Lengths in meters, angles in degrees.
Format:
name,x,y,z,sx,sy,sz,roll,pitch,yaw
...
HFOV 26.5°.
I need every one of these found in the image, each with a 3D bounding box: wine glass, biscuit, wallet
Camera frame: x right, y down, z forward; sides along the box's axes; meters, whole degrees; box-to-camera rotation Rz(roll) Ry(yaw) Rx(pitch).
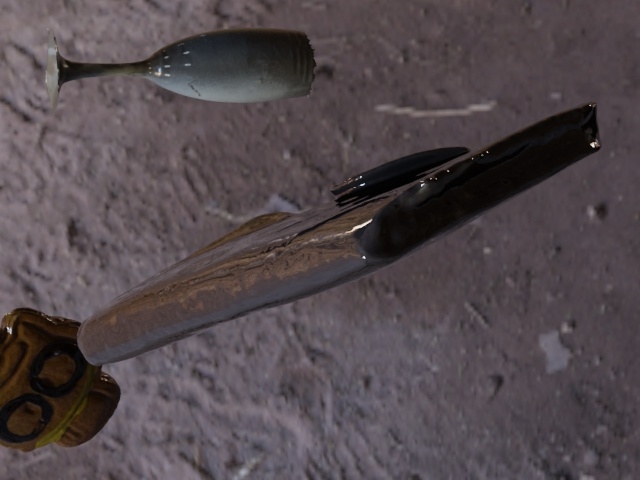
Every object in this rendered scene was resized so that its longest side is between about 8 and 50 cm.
name,x,y,z,sx,sy,sz,roll,pitch,yaw
wine glass,-0.102,-0.130,1.012,0.198,0.066,0.066,-5,45,-19
biscuit,-0.400,0.199,1.899,0.208,0.290,0.041,-55,41,1
wallet,0.000,0.000,0.815,0.197,0.051,0.377,-29,5,-33
